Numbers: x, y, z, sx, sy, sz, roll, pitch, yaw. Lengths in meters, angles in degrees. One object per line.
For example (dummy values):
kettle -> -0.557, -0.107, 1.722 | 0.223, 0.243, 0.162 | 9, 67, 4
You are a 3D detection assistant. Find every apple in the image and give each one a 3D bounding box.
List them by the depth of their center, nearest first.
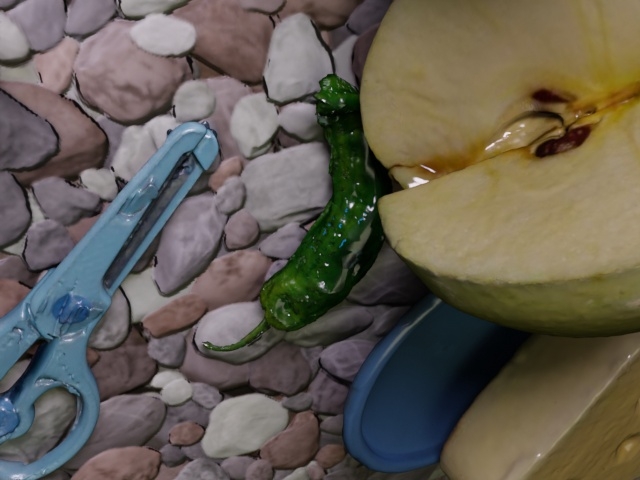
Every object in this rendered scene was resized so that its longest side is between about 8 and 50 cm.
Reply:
apple -> 0.180, -0.074, 0.593 | 0.257, 0.295, 0.233 | -27, 158, 26

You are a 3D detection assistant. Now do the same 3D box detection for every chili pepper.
chili pepper -> 0.001, 0.000, 0.701 | 0.122, 0.065, 0.279 | 13, 116, -22

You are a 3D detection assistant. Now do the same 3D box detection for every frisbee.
frisbee -> 0.138, 0.123, 0.859 | 0.289, 0.049, 0.290 | -21, 135, -23

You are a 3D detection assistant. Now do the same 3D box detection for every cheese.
cheese -> 0.348, 0.163, 0.935 | 0.383, 0.104, 0.384 | -19, 133, -22

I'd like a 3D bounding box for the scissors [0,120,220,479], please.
scissors -> -0.203, 0.062, 0.670 | 0.180, 0.032, 0.393 | 30, 108, -38
